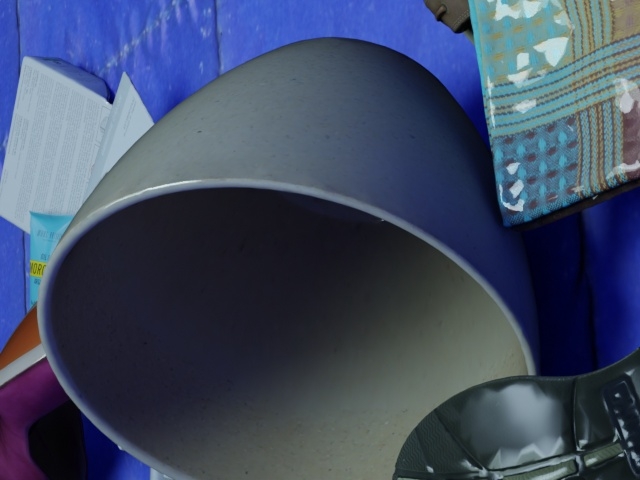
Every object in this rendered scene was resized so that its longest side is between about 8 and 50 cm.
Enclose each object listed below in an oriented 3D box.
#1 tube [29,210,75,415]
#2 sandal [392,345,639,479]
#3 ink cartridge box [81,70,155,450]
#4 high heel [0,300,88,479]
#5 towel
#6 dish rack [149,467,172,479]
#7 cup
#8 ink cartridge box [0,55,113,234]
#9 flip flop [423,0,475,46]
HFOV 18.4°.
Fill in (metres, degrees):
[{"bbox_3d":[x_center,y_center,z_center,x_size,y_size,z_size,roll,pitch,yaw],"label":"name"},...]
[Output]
[{"bbox_3d":[-0.273,0.074,2.027,0.080,0.052,0.207,6,98,41],"label":"tube"},{"bbox_3d":[0.175,0.123,1.133,0.303,0.086,0.120,-24,56,24],"label":"sandal"},{"bbox_3d":[-0.161,0.019,1.846,0.239,0.060,0.275,60,137,47],"label":"ink cartridge box"},{"bbox_3d":[-0.235,0.158,1.864,0.127,0.181,0.377,-58,13,-25],"label":"high heel"},{"bbox_3d":[0.187,-0.216,1.201,0.271,0.040,0.370,-24,65,42],"label":"towel"},{"bbox_3d":[-0.081,0.181,1.584,0.285,0.072,0.333,114,159,-51],"label":"dish rack"},{"bbox_3d":[0.000,0.000,1.348,0.331,0.331,0.237,-53,15,45],"label":"cup"},{"bbox_3d":[-0.242,-0.073,2.037,0.225,0.056,0.181,28,112,39],"label":"ink cartridge box"},{"bbox_3d":[0.105,-0.189,1.366,0.277,0.080,0.112,60,137,46],"label":"flip flop"}]
